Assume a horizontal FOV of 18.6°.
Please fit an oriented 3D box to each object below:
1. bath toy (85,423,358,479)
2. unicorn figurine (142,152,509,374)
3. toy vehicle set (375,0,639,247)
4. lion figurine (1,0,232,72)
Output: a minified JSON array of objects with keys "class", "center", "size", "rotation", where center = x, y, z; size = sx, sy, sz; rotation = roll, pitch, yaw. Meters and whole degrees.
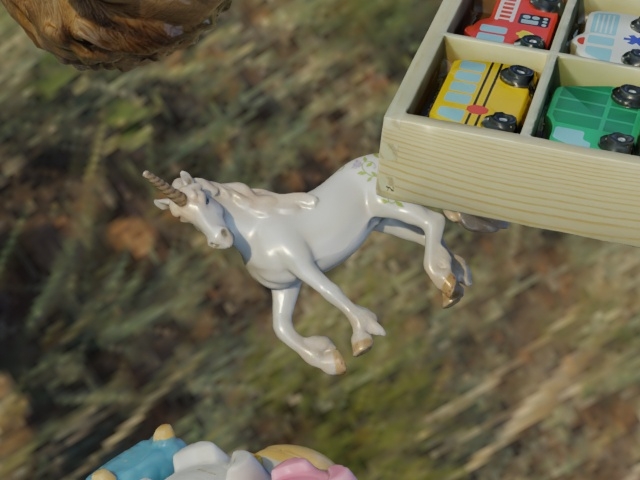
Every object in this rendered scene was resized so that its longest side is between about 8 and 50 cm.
[{"class":"bath toy","center":[-0.002,0.199,1.247],"size":[0.151,0.348,0.129],"rotation":[-30,111,-33]},{"class":"unicorn figurine","center":[0.000,0.000,0.889],"size":[0.162,0.060,0.111],"rotation":[-27,78,-37]},{"class":"toy vehicle set","center":[0.133,-0.076,0.842],"size":[0.267,0.166,0.035],"rotation":[-63,161,-59]},{"class":"lion figurine","center":[-0.032,-0.201,1.096],"size":[0.240,0.392,0.142],"rotation":[28,51,-64]}]
